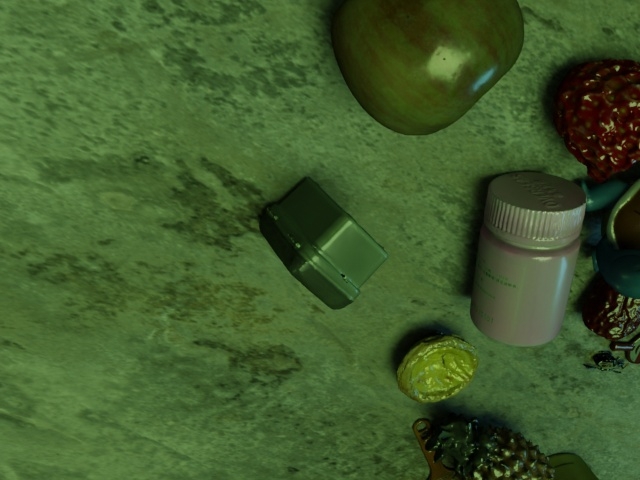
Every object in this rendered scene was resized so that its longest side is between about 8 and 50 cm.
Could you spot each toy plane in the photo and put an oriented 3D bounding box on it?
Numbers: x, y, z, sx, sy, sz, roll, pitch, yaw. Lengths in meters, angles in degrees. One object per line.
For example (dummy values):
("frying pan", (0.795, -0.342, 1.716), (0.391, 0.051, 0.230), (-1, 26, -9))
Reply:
("toy plane", (0.691, 0.294, 1.505), (0.121, 0.031, 0.049), (8, 122, -18))

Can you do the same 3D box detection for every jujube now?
("jujube", (0.639, 0.127, 1.346), (0.112, 0.109, 0.176), (13, 111, -28))

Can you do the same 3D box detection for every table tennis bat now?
("table tennis bat", (0.758, 0.255, 1.513), (0.155, 0.019, 0.098), (5, 116, -23))

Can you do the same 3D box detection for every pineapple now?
("pineapple", (0.365, 0.497, 1.436), (0.223, 0.223, 0.357), (-44, 112, 11))

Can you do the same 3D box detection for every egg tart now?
("egg tart", (0.240, 0.261, 1.325), (0.191, 0.074, 0.191), (-8, 122, -13))

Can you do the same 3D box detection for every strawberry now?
("strawberry", (0.489, -0.226, 1.086), (0.178, 0.234, 0.234), (32, 109, 2))

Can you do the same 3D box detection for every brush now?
("brush", (0.276, 0.535, 1.530), (0.090, 0.017, 0.314), (-25, 123, -5))

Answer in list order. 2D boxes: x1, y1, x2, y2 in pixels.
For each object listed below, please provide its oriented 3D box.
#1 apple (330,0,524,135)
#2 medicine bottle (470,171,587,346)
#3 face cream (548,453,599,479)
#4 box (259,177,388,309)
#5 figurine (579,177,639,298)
("apple", (0.144, -0.282, 0.892), (0.234, 0.257, 0.257), (42, 103, -1))
("medicine bottle", (0.382, 0.035, 1.176), (0.178, 0.178, 0.290), (-8, 120, -12))
("face cream", (0.642, 0.694, 1.632), (0.218, 0.179, 0.218), (-7, 121, -13))
("box", (0.000, 0.000, 1.025), (0.129, 0.210, 0.148), (-45, 123, 3))
("figurine", (0.638, -0.053, 1.204), (0.416, 0.243, 0.297), (-35, 116, -20))
